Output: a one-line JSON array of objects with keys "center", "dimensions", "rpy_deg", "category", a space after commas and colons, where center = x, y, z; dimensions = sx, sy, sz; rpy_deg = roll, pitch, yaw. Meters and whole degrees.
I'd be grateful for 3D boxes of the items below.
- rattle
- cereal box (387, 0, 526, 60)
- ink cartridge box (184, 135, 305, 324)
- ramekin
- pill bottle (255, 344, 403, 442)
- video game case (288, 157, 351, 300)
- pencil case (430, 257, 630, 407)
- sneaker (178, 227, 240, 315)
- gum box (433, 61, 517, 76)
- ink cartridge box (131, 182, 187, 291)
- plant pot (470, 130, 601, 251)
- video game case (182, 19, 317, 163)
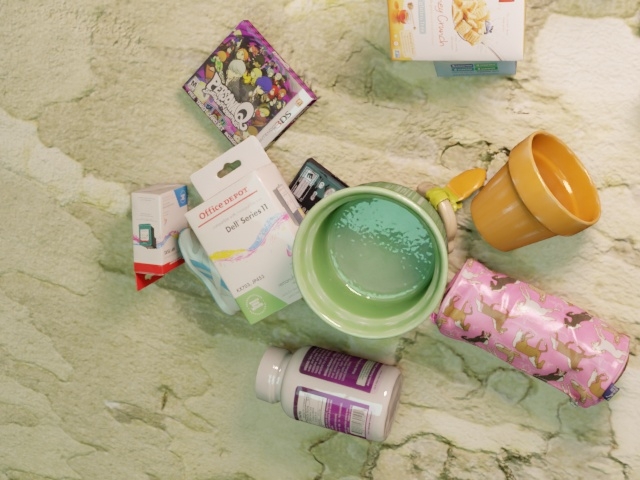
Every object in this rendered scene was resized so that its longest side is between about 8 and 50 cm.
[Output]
[{"center": [0.277, -0.038, 1.803], "dimensions": [0.130, 0.143, 0.200], "rpy_deg": [13, 127, 49], "category": "rattle"}, {"center": [0.240, -0.404, 1.528], "dimensions": [0.240, 0.047, 0.173], "rpy_deg": [3, 126, 17], "category": "cereal box"}, {"center": [-0.146, -0.025, 1.862], "dimensions": [0.207, 0.119, 0.353], "rpy_deg": [-30, 92, 23], "category": "ink cartridge box"}, {"center": [0.109, 0.028, 1.703], "dimensions": [0.303, 0.148, 0.303], "rpy_deg": [4, 106, 15], "category": "ramekin"}, {"center": [0.017, 0.326, 1.907], "dimensions": [0.301, 0.169, 0.169], "rpy_deg": [13, 107, 16], "category": "pill bottle"}, {"center": [0.000, 0.000, 1.905], "dimensions": [0.248, 0.035, 0.275], "rpy_deg": [38, 111, 7], "category": "video game case"}, {"center": [0.420, 0.186, 1.742], "dimensions": [0.386, 0.167, 0.160], "rpy_deg": [28, 143, 11], "category": "pencil case"}, {"center": [-0.235, 0.057, 1.979], "dimensions": [0.092, 0.087, 0.229], "rpy_deg": [-36, 97, 16], "category": "sneaker"}, {"center": [0.285, -0.381, 1.640], "dimensions": [0.157, 0.184, 0.041], "rpy_deg": [2, 64, 18], "category": "gum box"}, {"center": [-0.363, -0.006, 1.974], "dimensions": [0.078, 0.134, 0.231], "rpy_deg": [5, 105, 17], "category": "ink cartridge box"}, {"center": [0.400, -0.076, 1.672], "dimensions": [0.188, 0.205, 0.205], "rpy_deg": [-37, 89, 38], "category": "plant pot"}, {"center": [-0.155, -0.320, 1.875], "dimensions": [0.210, 0.042, 0.232], "rpy_deg": [-42, 88, 23], "category": "video game case"}]
